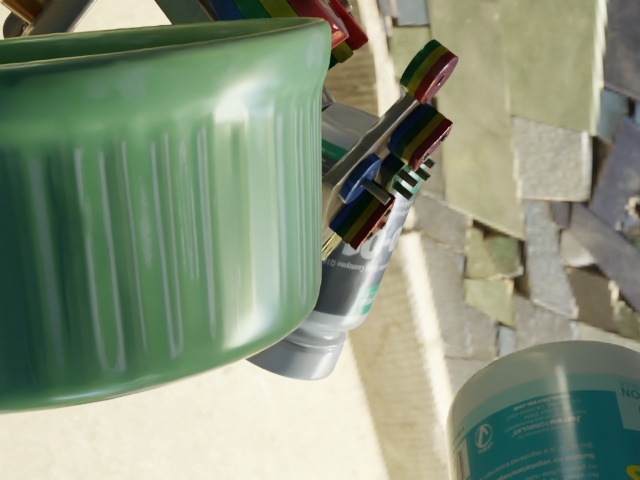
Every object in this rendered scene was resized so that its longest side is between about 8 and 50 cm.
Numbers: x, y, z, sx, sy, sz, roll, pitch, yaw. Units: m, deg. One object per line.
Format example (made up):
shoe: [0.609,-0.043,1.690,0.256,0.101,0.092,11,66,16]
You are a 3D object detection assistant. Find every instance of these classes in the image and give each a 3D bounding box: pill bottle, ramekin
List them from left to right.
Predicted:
ramekin: [-0.139,-0.023,0.637,0.303,0.303,0.148,-12,104,-28]
pill bottle: [0.000,0.000,1.782,0.204,0.204,0.361,10,110,-30]
pill bottle: [0.151,0.196,0.695,0.146,0.146,0.264,28,40,-28]

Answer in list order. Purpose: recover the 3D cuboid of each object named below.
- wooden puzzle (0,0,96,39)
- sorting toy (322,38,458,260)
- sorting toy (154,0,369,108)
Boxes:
wooden puzzle: [-0.316,-0.384,1.642,0.080,0.348,0.322,38,89,-23]
sorting toy: [0.051,-0.049,1.062,0.046,0.274,0.132,39,68,10]
sorting toy: [-0.063,-0.212,0.949,0.089,0.257,0.255,-36,93,12]
